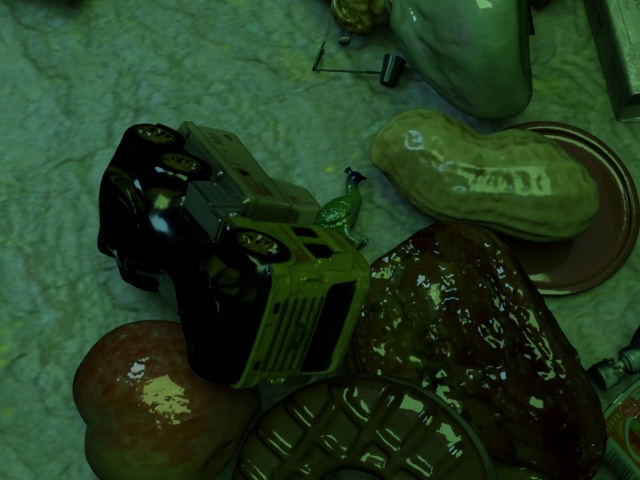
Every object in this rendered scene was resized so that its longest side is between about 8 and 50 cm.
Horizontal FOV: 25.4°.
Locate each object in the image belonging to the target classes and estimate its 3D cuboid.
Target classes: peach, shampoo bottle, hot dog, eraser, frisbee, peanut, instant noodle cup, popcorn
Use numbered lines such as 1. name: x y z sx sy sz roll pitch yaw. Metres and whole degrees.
1. peach: -0.178 0.200 1.700 0.232 0.232 0.233 1 71 -2
2. shampoo bottle: 0.484 0.107 1.815 0.309 0.098 0.071 -28 74 -12
3. hot dog: 0.185 0.165 1.732 0.267 0.174 0.388 -35 73 23
4. eraser: 0.417 -0.369 1.977 0.096 0.098 0.404 -10 72 -5
5. frisbee: 0.305 -0.043 1.902 0.250 0.021 0.251 1 70 -2
6. peanut: 0.210 -0.084 1.837 0.305 0.147 0.147 12 71 6
7. instant noodle cup: 0.431 0.268 1.736 0.168 0.168 0.185 -40 67 -14
8. popcorn: 0.051 -0.387 1.946 0.163 0.140 0.194 -32 70 -6

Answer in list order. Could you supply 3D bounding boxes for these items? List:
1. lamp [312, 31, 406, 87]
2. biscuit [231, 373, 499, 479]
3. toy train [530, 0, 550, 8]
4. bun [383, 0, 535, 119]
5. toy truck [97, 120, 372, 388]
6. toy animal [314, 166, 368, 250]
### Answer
1. lamp: 0.053 -0.240 1.954 0.121 0.041 0.054 18 80 0
2. biscuit: 0.053 0.311 1.658 0.332 0.103 0.332 2 97 16
3. toy train: 0.282 -0.405 1.985 0.072 0.099 0.188 -40 78 -11
4. bun: 0.178 -0.295 1.853 0.187 0.293 0.293 -5 70 15
5. toy truck: -0.101 0.006 1.707 0.254 0.181 0.405 -1 30 -33
6. toy animal: 0.015 0.007 1.863 0.075 0.041 0.217 28 76 9
